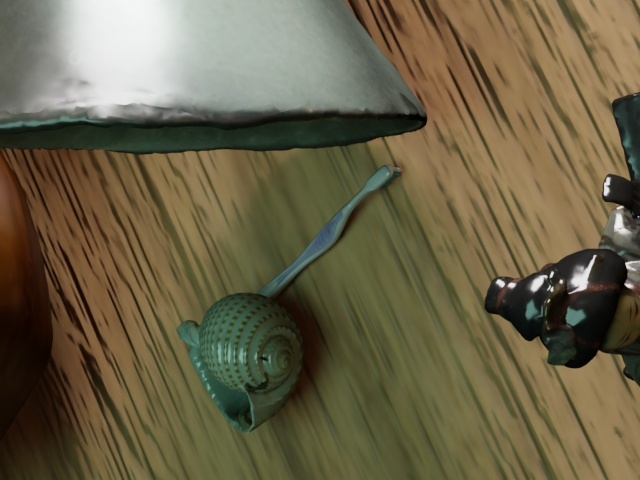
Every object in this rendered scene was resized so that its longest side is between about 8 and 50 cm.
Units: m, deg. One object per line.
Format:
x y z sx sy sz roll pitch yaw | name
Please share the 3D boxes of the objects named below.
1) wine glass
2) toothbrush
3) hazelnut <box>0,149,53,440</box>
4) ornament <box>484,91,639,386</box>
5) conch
-0.090 -0.243 0.894 0.267 0.267 0.406 -4 89 40 | wine glass
0.000 0.000 1.000 0.131 0.013 0.011 -44 59 36 | toothbrush
-0.322 0.013 1.074 0.372 0.315 0.372 169 90 -72 | hazelnut
0.155 0.011 0.756 0.153 0.196 0.166 -16 87 41 | ornament
-0.039 0.063 1.014 0.085 0.056 0.076 -146 41 -65 | conch
